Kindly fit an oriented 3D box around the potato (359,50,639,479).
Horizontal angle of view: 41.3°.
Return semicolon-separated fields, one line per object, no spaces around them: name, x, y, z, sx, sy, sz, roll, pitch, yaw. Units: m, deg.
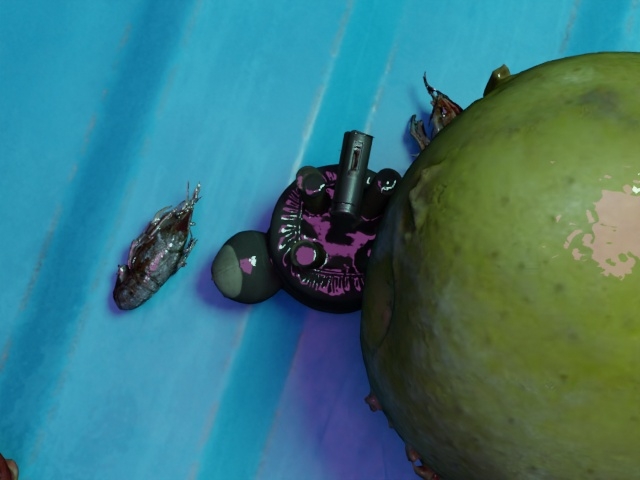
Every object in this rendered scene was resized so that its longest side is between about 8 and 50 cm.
potato;0.198;0.045;0.771;0.319;0.385;0.442;3;118;3

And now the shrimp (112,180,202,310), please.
shrimp;-0.175;0.006;0.940;0.056;0.065;0.165;39;75;-28

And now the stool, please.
stool;0.004;0.008;0.903;0.228;0.139;0.153;-39;81;-10

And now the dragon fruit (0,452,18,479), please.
dragon fruit;-0.370;0.254;0.855;0.133;0.166;0.136;2;72;-47

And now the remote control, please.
remote control;0.031;-0.067;0.841;0.034;0.016;0.091;12;73;-5

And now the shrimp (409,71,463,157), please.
shrimp;0.149;-0.102;0.963;0.073;0.075;0.190;-23;89;27
